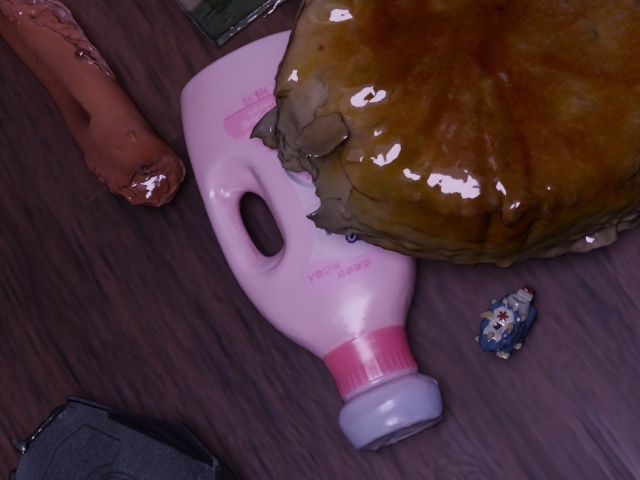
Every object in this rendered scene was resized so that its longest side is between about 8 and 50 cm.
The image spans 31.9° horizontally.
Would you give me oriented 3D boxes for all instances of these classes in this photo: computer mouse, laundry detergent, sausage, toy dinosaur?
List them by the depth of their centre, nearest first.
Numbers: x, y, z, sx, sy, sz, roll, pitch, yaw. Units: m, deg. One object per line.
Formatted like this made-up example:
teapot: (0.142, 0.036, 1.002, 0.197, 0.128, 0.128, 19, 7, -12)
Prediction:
toy dinosaur: (0.143, 0.059, 0.846, 0.030, 0.083, 0.047, 31, 115, 21)
laundry detergent: (0.000, 0.000, 0.891, 0.159, 0.088, 0.335, -24, 72, 10)
computer mouse: (-0.158, 0.205, 0.900, 0.231, 0.071, 0.126, 9, 67, 27)
sausage: (-0.219, -0.140, 0.998, 0.078, 0.078, 0.304, -41, 66, 4)

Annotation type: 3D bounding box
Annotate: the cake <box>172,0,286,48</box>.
cake: (-0.050, -0.334, 0.950, 0.283, 0.158, 0.172, -39, 68, 3)

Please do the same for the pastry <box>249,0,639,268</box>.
pastry: (0.117, -0.129, 0.827, 0.329, 0.136, 0.330, 2, 69, -4)
